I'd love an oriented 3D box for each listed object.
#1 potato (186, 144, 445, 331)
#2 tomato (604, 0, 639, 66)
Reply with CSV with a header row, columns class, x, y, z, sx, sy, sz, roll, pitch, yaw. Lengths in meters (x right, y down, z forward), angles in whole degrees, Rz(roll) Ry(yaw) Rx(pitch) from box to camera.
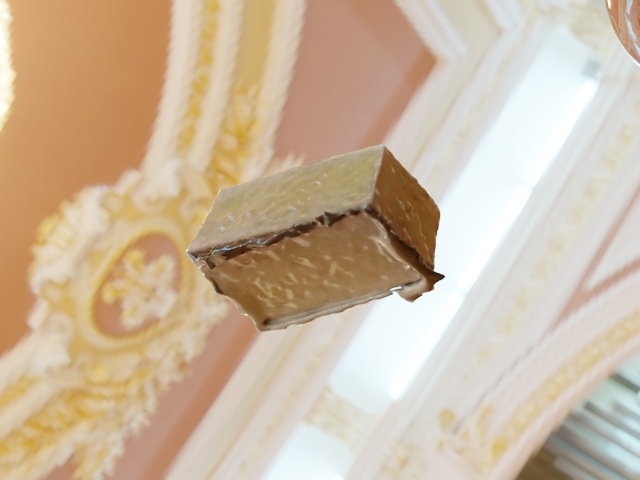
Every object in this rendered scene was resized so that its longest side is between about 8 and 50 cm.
class,x,y,z,sx,sy,sz,roll,pitch,yaw
potato,0.002,-0.001,0.881,0.086,0.122,0.061,46,-140,-38
tomato,0.419,-0.262,1.558,0.321,0.321,0.321,-38,-35,-33
